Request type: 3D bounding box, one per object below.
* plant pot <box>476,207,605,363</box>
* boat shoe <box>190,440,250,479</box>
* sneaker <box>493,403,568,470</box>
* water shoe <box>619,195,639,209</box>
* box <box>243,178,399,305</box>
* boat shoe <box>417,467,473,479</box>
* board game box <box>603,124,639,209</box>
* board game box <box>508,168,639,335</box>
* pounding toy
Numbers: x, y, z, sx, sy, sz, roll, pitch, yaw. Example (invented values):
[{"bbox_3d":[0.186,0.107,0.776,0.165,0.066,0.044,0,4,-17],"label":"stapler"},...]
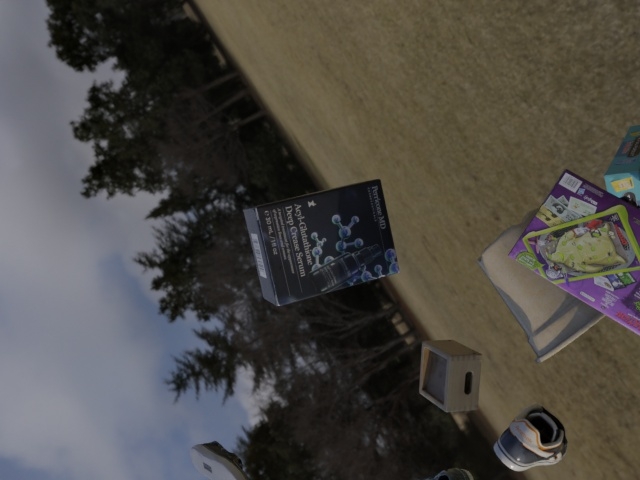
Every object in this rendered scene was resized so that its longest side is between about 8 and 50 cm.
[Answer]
[{"bbox_3d":[0.592,0.094,1.619,0.305,0.333,0.334,52,179,17],"label":"plant pot"},{"bbox_3d":[-0.128,0.303,0.834,0.142,0.040,0.049,9,109,51],"label":"boat shoe"},{"bbox_3d":[0.567,0.492,1.575,0.321,0.128,0.126,5,-148,-51],"label":"sneaker"},{"bbox_3d":[0.644,-0.052,1.279,0.073,0.203,0.080,11,105,60],"label":"water shoe"},{"bbox_3d":[0.000,0.000,1.884,0.212,0.395,0.294,-175,72,-73],"label":"box"},{"bbox_3d":[0.307,0.760,1.849,0.099,0.319,0.116,19,-136,-38],"label":"boat shoe"},{"bbox_3d":[0.809,-0.118,1.557,0.336,0.079,0.254,-42,-62,-45],"label":"board game box"},{"bbox_3d":[0.574,0.035,1.211,0.346,0.208,0.056,33,-166,12],"label":"board game box"},{"bbox_3d":[0.263,0.277,1.234,0.130,0.100,0.141,-161,72,-70],"label":"pounding toy"}]
